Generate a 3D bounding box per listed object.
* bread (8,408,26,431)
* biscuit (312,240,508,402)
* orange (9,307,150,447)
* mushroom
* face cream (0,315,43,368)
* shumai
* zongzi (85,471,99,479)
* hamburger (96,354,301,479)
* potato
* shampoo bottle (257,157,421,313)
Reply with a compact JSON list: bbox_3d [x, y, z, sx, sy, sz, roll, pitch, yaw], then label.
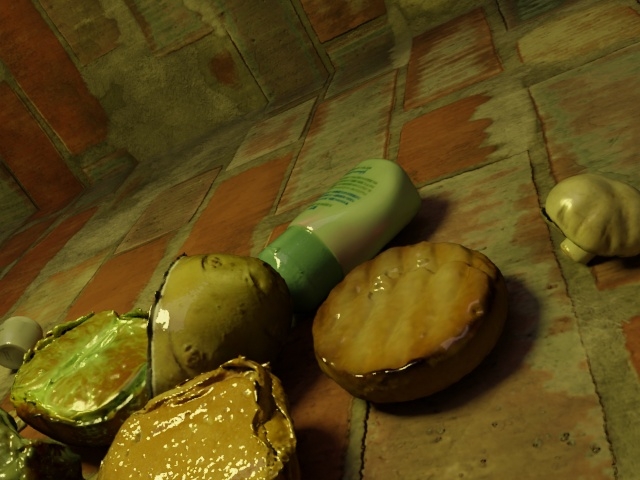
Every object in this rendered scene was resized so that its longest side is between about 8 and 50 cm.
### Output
[{"bbox_3d":[-0.692,0.423,1.366,0.153,0.028,0.068,-43,30,-23],"label":"bread"},{"bbox_3d":[0.130,0.118,0.955,0.296,0.102,0.296,-22,29,13],"label":"biscuit"},{"bbox_3d":[-0.394,0.246,1.177,0.334,0.196,0.262,-12,44,41],"label":"orange"},{"bbox_3d":[0.394,-0.026,0.926,0.154,0.122,0.154,13,26,-6],"label":"mushroom"},{"bbox_3d":[-0.769,0.259,1.650,0.117,0.117,0.104,-25,34,11],"label":"face cream"},{"bbox_3d":[-0.500,0.360,1.055,0.222,0.225,0.261,-25,47,-9],"label":"shumai"},{"bbox_3d":[-0.302,0.404,0.928,0.160,0.078,0.176,-37,36,-15],"label":"zongzi"},{"bbox_3d":[-0.143,0.303,0.817,0.318,0.158,0.318,-25,34,18],"label":"hamburger"},{"bbox_3d":[-0.147,0.158,1.037,0.196,0.246,0.300,0,59,9],"label":"potato"},{"bbox_3d":[0.024,-0.004,1.237,0.349,0.151,0.222,-42,22,-25],"label":"shampoo bottle"}]
